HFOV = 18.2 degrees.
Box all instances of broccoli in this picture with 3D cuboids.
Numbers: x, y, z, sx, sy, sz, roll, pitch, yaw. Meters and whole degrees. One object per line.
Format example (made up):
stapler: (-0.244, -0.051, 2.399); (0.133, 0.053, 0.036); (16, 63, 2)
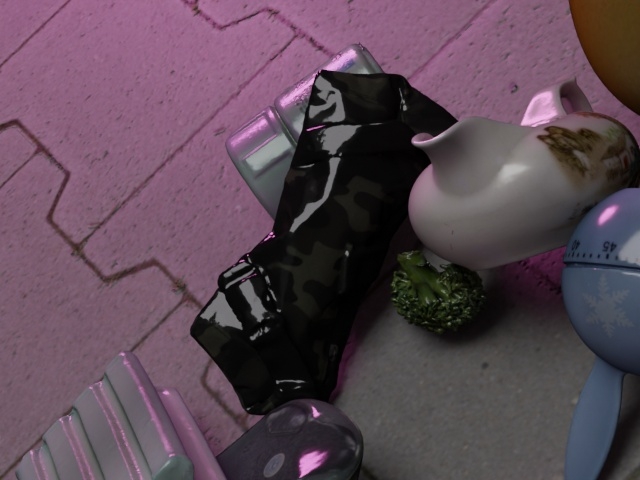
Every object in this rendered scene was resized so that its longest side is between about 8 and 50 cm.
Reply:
broccoli: (0.102, 0.040, 1.783); (0.095, 0.092, 0.097); (-28, 17, 16)

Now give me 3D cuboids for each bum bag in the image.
bum bag: (0.000, 0.000, 1.824); (0.144, 0.095, 0.340); (26, 86, -1)

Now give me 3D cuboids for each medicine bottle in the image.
medicine bottle: (0.008, -0.094, 1.931); (0.168, 0.135, 0.135); (-37, 42, 4)

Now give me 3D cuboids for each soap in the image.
soap: (-0.172, 0.216, 1.735); (0.160, 0.087, 0.265); (-47, 22, 1)

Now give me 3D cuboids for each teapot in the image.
teapot: (0.176, -0.058, 1.720); (0.204, 0.298, 0.139); (-20, 90, 28)

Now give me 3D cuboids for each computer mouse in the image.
computer mouse: (-0.093, 0.263, 1.741); (0.379, 0.090, 0.167); (-30, 27, 35)

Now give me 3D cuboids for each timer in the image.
timer: (0.278, 0.079, 1.608); (0.175, 0.255, 0.175); (-8, 14, 2)

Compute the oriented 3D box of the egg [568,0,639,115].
egg: (0.338, -0.247, 1.738); (0.250, 0.250, 0.322); (-5, 60, 32)
